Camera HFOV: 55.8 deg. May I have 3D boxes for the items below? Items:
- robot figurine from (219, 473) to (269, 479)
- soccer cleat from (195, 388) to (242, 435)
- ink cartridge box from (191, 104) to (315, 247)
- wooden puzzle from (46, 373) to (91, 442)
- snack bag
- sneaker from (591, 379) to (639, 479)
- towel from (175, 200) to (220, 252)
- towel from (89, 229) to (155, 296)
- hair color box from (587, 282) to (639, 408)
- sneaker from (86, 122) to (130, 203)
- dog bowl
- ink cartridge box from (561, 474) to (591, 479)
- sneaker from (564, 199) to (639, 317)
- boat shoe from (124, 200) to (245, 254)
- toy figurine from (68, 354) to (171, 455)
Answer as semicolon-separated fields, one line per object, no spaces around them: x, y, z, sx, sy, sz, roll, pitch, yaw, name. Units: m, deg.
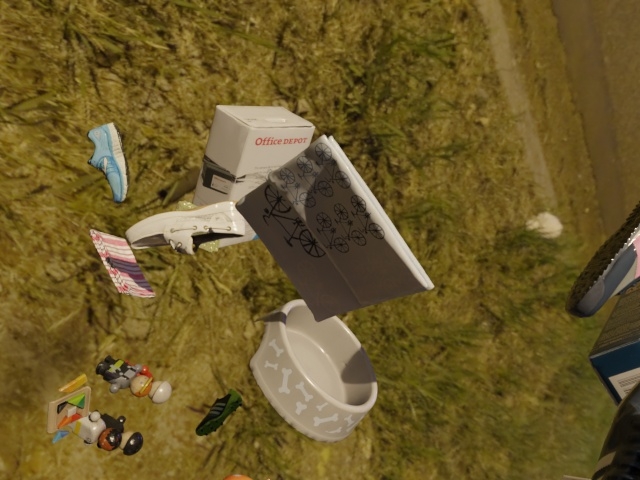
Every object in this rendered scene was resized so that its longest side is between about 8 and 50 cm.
-0.187;0.508;1.095;0.219;0.128;0.158;-30;149;6;robot figurine
-0.329;0.550;1.929;0.179;0.072;0.060;-40;132;-15;soccer cleat
-0.213;-0.203;1.854;0.285;0.166;0.395;-14;132;-50;ink cartridge box
-0.420;0.284;1.012;0.078;0.014;0.116;-24;134;-45;wooden puzzle
0.000;0.000;1.124;0.323;0.342;0.037;55;50;-10;snack bag
0.309;0.272;0.586;0.148;0.131;0.350;47;63;-43;sneaker
-0.336;-0.037;1.658;0.148;0.027;0.110;22;89;-9;towel
-0.507;0.060;1.558;0.029;0.197;0.144;-35;164;7;towel
0.619;0.201;1.112;0.105;0.174;0.347;-35;174;39;hair color box
-0.427;-0.152;1.214;0.073;0.063;0.162;-10;108;-9;sneaker
-0.007;0.287;1.408;0.102;0.348;0.349;-44;150;23;dog bowl
0.619;0.559;1.203;0.172;0.237;0.100;33;65;-16;ink cartridge box
0.545;0.026;0.992;0.319;0.131;0.112;-49;175;4;sneaker
-0.305;-0.013;1.369;0.277;0.096;0.098;-14;163;3;boat shoe
-0.462;0.388;1.408;0.213;0.148;0.209;-60;171;-18;toy figurine
